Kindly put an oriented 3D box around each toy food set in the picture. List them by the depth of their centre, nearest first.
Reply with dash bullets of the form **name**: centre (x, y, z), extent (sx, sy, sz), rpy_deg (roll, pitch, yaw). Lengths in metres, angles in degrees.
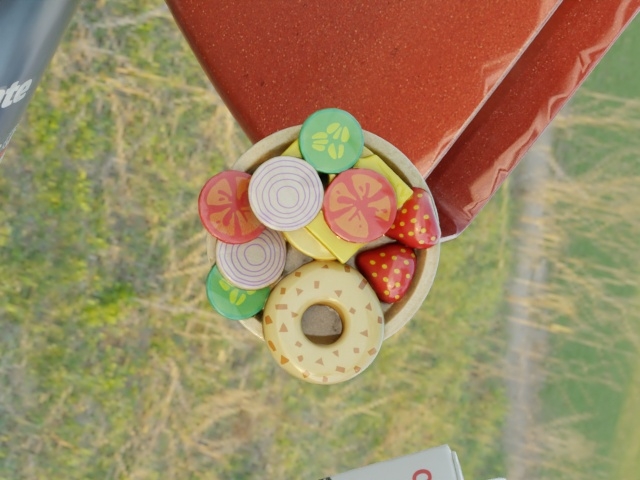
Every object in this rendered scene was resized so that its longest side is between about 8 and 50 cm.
- **toy food set**: centre (0.000, 0.000, 0.395), extent (0.083, 0.082, 0.020), rpy_deg (-46, -176, -5)

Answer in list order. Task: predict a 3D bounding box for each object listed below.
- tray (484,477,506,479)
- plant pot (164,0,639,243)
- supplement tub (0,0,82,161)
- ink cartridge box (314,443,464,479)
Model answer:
- **tray**: centre (-0.019, 0.170, 0.643), extent (0.270, 0.145, 0.030), rpy_deg (7, 66, -51)
- **plant pot**: centre (0.055, -0.166, 0.807), extent (0.267, 0.236, 0.267), rpy_deg (-54, 167, 16)
- **supplement tub**: centre (-0.232, -0.165, 0.668), extent (0.272, 0.191, 0.191), rpy_deg (-52, 174, 36)
- **ink cartridge box**: centre (0.009, 0.439, 1.359), extent (0.285, 0.395, 0.166), rpy_deg (-99, 170, -51)
